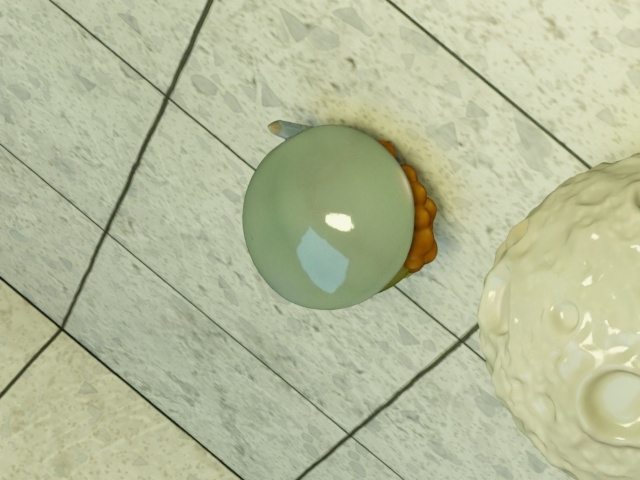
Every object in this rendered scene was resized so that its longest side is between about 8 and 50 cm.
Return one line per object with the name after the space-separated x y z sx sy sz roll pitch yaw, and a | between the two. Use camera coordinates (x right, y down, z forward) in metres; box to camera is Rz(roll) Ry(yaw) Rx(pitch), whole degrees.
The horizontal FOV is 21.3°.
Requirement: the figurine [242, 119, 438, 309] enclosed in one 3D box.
0.023 0.021 2.050 0.224 0.205 0.382 37 162 20 | figurine

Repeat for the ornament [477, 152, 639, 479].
0.327 0.077 1.599 0.337 0.337 0.337 31 152 18 | ornament
